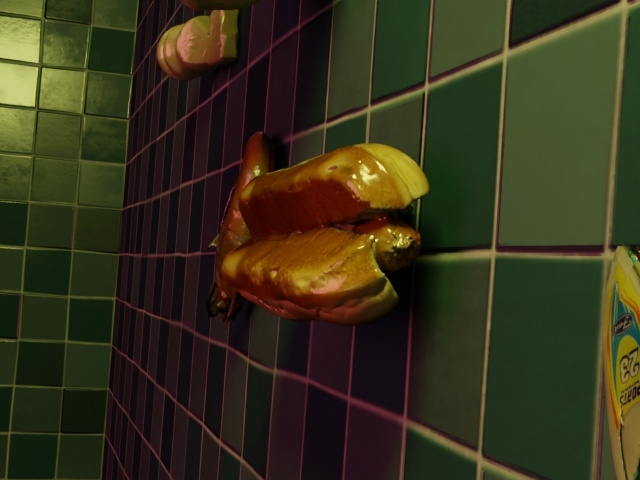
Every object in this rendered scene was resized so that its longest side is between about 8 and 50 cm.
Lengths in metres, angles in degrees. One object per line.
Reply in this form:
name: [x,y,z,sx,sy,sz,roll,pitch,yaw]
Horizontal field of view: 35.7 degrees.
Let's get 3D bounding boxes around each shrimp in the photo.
shrimp: [-0.095,-0.013,1.174,0.150,0.068,0.248,-95,20,-68]

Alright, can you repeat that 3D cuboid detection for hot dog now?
hot dog: [0.000,0.000,0.798,0.337,0.100,0.135,173,110,-71]

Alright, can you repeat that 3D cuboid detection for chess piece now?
chess piece: [-0.170,-0.292,1.475,0.200,0.090,0.090,3,89,62]

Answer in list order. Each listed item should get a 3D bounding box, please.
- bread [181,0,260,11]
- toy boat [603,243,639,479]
bread: [-0.089,-0.383,0.942,0.320,0.237,0.320,-18,-90,-83]
toy boat: [0.138,0.093,0.377,0.084,0.066,0.210,123,148,-54]
